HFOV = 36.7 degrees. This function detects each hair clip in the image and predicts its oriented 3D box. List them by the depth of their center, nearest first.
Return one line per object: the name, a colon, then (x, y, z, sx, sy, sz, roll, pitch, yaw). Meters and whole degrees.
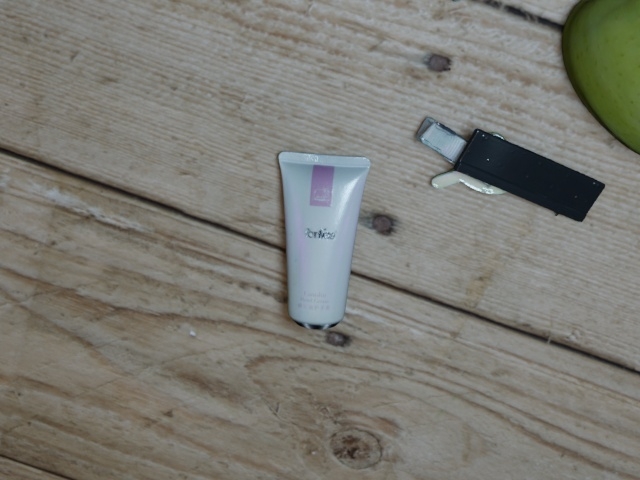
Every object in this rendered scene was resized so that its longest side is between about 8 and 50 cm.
hair clip: (0.284, -0.156, 1.894, 0.219, 0.071, 0.159, 31, 113, -11)

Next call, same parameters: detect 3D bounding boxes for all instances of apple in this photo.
apple: (0.629, -0.314, 1.705, 0.312, 0.320, 0.360, -34, 97, -3)

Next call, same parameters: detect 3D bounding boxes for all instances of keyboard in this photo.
keyboard: (0.408, -0.121, 1.879, 0.310, 0.018, 0.100, 20, 112, -20)

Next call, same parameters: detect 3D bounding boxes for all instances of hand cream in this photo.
hand cream: (0.000, 0.000, 1.973, 0.186, 0.118, 0.358, 5, 106, 8)
